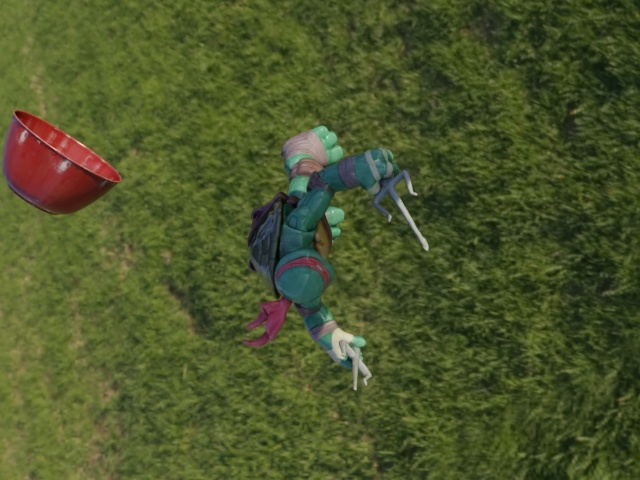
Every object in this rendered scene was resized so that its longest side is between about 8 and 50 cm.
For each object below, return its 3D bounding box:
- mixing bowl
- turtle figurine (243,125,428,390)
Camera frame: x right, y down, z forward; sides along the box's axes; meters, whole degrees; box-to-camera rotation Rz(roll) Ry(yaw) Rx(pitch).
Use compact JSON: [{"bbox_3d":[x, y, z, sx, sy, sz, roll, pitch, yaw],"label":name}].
[{"bbox_3d":[-0.401,-0.103,1.118,0.098,0.181,0.181,-53,37,4],"label":"mixing bowl"},{"bbox_3d":[0.000,0.000,0.595,0.234,0.118,0.175,-101,26,-64],"label":"turtle figurine"}]
